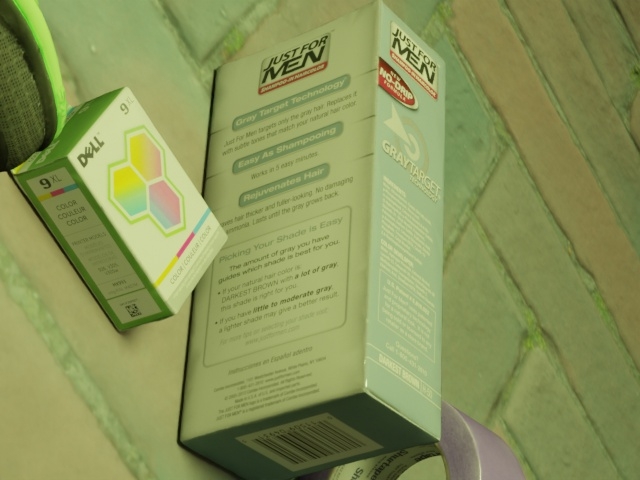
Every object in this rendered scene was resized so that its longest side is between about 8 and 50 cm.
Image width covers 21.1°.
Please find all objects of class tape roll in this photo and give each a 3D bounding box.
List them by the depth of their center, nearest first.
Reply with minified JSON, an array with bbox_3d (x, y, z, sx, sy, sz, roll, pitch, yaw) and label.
[{"bbox_3d":[0.074,0.226,1.440,0.080,0.189,0.189,35,47,-45],"label":"tape roll"}]

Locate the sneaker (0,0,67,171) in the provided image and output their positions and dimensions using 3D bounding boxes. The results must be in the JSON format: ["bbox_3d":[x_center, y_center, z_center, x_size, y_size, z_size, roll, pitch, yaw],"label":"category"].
[{"bbox_3d":[-0.327,-0.125,0.920,0.483,0.185,0.202,29,73,-54],"label":"sneaker"}]

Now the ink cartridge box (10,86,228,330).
[{"bbox_3d":[-0.166,-0.046,1.329,0.209,0.062,0.109,58,35,-20],"label":"ink cartridge box"}]

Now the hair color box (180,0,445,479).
[{"bbox_3d":[0.000,0.000,1.445,0.114,0.185,0.374,37,46,-43],"label":"hair color box"}]
